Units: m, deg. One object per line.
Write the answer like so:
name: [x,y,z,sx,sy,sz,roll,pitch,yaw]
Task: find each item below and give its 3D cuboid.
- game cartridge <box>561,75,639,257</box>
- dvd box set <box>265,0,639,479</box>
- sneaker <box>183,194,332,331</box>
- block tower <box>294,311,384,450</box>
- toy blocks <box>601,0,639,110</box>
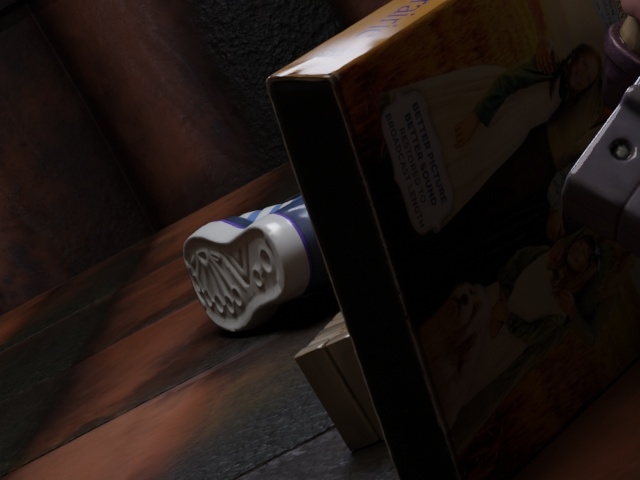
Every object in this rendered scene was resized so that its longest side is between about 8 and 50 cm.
game cartridge: [0.323,-0.100,1.052,0.355,0.230,0.068,-52,-23,-20]
dvd box set: [0.161,-0.055,1.288,0.062,0.307,0.420,3,28,44]
sneaker: [0.000,-0.001,2.154,0.236,0.130,0.323,-22,0,-24]
block tower: [0.105,0.049,1.576,0.091,0.097,0.335,-23,12,33]
toy blocks: [0.362,-0.083,1.272,0.289,0.309,0.260,-21,-33,-50]
